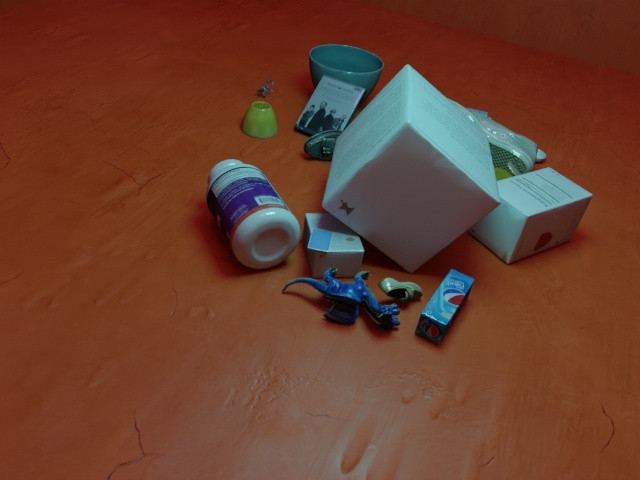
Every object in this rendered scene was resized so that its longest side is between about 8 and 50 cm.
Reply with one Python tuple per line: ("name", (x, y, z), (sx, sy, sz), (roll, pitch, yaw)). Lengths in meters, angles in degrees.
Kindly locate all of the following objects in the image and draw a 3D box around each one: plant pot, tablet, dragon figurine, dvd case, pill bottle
("plant pot", (0.088, -0.630, 2.363), (0.290, 0.195, 0.290), (6, 37, -5))
("tablet", (0.000, 0.000, 1.517), (0.054, 0.006, 0.083), (11, 38, 3))
("dragon figurine", (0.053, 0.141, 1.430), (0.289, 0.085, 0.144), (8, 36, -5))
("dvd case", (0.036, -0.475, 2.168), (0.179, 0.029, 0.238), (25, 78, 19))
("plant pot", (-0.214, -0.438, 2.125), (0.134, 0.095, 0.134), (6, 38, -5))
("pill bottle", (-0.194, -0.083, 1.591), (0.182, 0.181, 0.323), (-11, 41, -25))

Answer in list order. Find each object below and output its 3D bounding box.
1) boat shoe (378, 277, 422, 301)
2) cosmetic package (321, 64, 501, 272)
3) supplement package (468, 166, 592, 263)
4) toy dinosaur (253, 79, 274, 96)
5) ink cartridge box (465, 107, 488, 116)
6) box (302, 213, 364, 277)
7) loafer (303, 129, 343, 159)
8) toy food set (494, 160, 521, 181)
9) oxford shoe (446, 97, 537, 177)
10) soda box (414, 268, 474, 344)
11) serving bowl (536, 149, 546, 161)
("boat shoe", (0.204, 0.131, 1.489), (0.135, 0.050, 0.045), (13, 35, -31))
("cosmetic package", (0.243, -0.201, 1.636), (0.327, 0.329, 0.393), (37, 33, -17))
("supplement package", (0.620, -0.079, 1.772), (0.293, 0.177, 0.175), (-16, 44, -30))
("toy dinosaur", (-0.218, -0.612, 2.375), (0.047, 0.090, 0.082), (14, 80, 22))
("ink cartridge box", (0.586, -0.439, 2.311), (0.090, 0.092, 0.143), (18, 37, 11))
("box", (0.030, 0.011, 1.591), (0.130, 0.091, 0.170), (0, 38, -12))
("loafer", (0.076, -0.322, 2.039), (0.268, 0.096, 0.084), (-10, 41, -28))
("toy food set", (0.589, -0.172, 1.991), (0.218, 0.071, 0.128), (-25, 73, -35))
("oxford shoe", (0.596, -0.385, 2.174), (0.449, 0.169, 0.130), (38, 62, 23))
("soda box", (0.309, 0.161, 1.474), (0.067, 0.071, 0.210), (25, 39, 19))
("serving bowl", (0.809, -0.319, 2.257), (0.083, 0.027, 0.083), (6, 36, -5))
